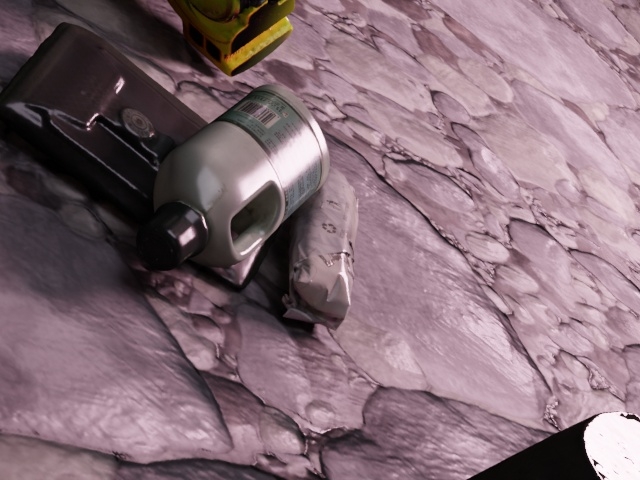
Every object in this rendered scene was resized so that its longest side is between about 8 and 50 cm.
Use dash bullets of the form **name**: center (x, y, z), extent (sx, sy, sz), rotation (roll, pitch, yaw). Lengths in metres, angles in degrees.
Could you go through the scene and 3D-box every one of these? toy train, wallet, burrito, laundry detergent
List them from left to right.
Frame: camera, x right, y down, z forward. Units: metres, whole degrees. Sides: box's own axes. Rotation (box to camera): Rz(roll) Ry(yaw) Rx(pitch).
- **wallet**: center (-0.135, -0.070, 1.249), extent (0.245, 0.052, 0.168), rotation (37, 29, -8)
- **toy train**: center (-0.145, -0.294, 1.488), extent (0.100, 0.160, 0.296), rotation (-38, 70, -23)
- **laundry detergent**: center (-0.070, -0.039, 1.188), extent (0.225, 0.070, 0.099), rotation (-47, 118, -55)
- **burrito**: center (0.001, 0.000, 1.289), extent (0.064, 0.064, 0.203), rotation (30, 29, -16)

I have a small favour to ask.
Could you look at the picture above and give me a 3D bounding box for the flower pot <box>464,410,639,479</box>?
- **flower pot**: center (0.191, 0.225, 1.045), extent (0.269, 0.166, 0.269), rotation (28, 29, -17)
